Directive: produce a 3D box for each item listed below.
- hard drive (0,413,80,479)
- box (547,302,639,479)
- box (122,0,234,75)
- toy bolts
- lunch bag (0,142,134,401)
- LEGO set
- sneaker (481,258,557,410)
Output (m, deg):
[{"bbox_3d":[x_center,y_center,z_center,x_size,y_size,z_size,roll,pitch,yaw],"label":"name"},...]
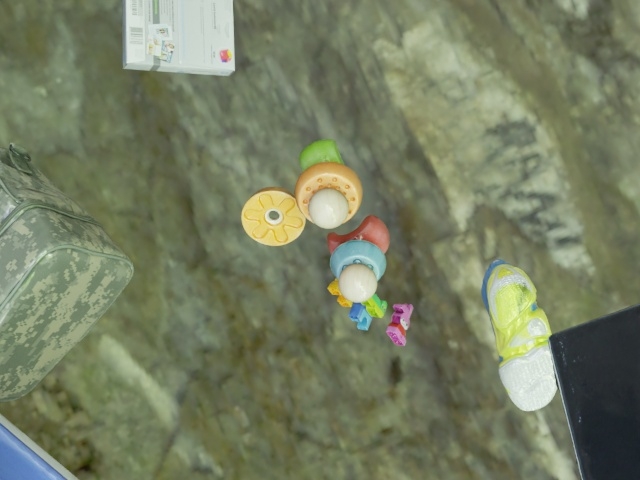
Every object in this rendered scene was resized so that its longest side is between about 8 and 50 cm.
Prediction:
[{"bbox_3d":[-0.410,0.347,1.450,0.318,0.210,0.040,36,7,15],"label":"hard drive"},{"bbox_3d":[0.433,0.139,1.125,0.294,0.296,0.183,12,61,-48],"label":"box"},{"bbox_3d":[-0.239,-0.357,1.948,0.038,0.186,0.145,159,-70,-68],"label":"box"},{"bbox_3d":[0.000,0.000,1.772,0.228,0.218,0.158,51,21,-25],"label":"toy bolts"},{"bbox_3d":[-0.463,0.046,1.636,0.256,0.305,0.212,47,13,28],"label":"lunch bag"},{"bbox_3d":[0.082,0.080,1.991,0.227,0.087,0.093,53,52,-46],"label":"LEGO set"},{"bbox_3d":[0.297,0.132,1.731,0.126,0.091,0.240,-98,176,-65],"label":"sneaker"}]
